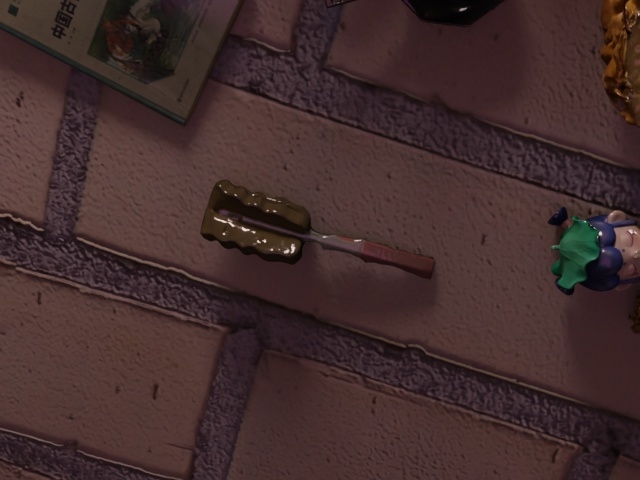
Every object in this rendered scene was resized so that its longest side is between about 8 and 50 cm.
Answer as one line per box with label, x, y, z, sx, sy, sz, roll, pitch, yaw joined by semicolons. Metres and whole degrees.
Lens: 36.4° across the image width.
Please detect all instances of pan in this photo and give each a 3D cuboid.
pan;0.113;-0.314;1.095;0.202;0.048;0.128;9;111;4

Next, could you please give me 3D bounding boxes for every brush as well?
brush;0.000;0.000;1.235;0.301;0.071;0.084;16;110;-3

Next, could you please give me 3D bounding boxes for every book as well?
book;-0.247;-0.291;1.178;0.282;0.025;0.215;26;114;-4

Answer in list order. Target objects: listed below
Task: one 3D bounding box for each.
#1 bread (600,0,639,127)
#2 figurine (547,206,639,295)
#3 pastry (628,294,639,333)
bread;0.381;-0.258;1.028;0.160;0.147;0.261;-4;118;1
figurine;0.371;0.020;1.162;0.195;0.102;0.112;2;99;5
pastry;0.456;0.082;1.196;0.140;0.056;0.080;2;119;2
